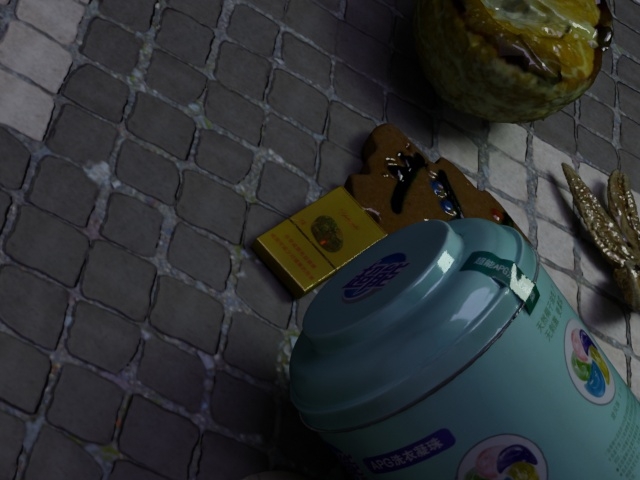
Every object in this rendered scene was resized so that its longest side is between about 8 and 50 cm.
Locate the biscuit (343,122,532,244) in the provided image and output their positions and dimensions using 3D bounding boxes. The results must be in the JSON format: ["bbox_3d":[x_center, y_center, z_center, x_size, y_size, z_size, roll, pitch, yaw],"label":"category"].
[{"bbox_3d":[0.161,-0.023,1.911,0.301,0.043,0.278,14,48,-31],"label":"biscuit"}]

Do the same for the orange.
[{"bbox_3d":[0.247,-0.290,2.085,0.271,0.210,0.369,33,43,-10],"label":"orange"}]

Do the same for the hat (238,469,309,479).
[{"bbox_3d":[0.019,0.269,1.427,0.219,0.164,0.226,20,30,-24],"label":"hat"}]

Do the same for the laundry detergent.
[{"bbox_3d":[0.140,0.150,1.499,0.305,0.287,0.287,52,37,-16],"label":"laundry detergent"}]

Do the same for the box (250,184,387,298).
[{"bbox_3d":[0.000,0.000,1.751,0.087,0.023,0.155,46,49,14],"label":"box"}]

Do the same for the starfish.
[{"bbox_3d":[0.462,0.033,2.075,0.375,0.094,0.327,39,29,4],"label":"starfish"}]
